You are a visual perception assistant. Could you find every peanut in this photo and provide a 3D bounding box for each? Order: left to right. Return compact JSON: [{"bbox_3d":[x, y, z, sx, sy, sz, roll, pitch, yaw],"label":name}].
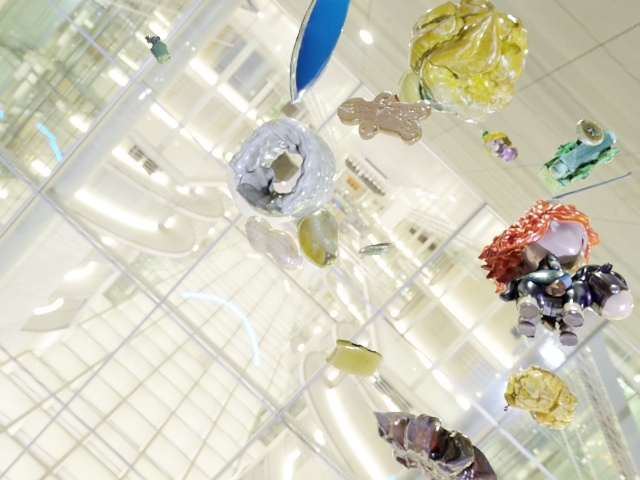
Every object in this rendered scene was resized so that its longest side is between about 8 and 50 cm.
[{"bbox_3d":[-0.119,0.007,1.385,0.187,0.082,0.082,33,-177,16],"label":"peanut"}]

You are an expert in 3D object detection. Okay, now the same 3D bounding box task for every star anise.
[{"bbox_3d":[0.245,0.462,1.220,0.315,0.108,0.315,29,158,13],"label":"star anise"}]

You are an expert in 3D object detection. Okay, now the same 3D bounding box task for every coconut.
[{"bbox_3d":[-0.197,-0.229,2.141,0.346,0.360,0.346,39,-151,-26],"label":"coconut"}]

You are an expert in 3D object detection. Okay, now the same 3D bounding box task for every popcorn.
[{"bbox_3d":[0.629,0.436,1.568,0.194,0.140,0.164,23,132,26],"label":"popcorn"}]

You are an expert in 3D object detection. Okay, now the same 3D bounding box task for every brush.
[{"bbox_3d":[0.810,-0.152,1.679,0.062,0.265,0.027,-26,-83,-73],"label":"brush"}]

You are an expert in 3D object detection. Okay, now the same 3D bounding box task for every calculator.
[{"bbox_3d":[0.147,0.499,2.297,0.236,0.157,0.033,21,-154,-12],"label":"calculator"}]

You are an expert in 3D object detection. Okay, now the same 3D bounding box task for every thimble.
[{"bbox_3d":[-0.110,-0.206,1.645,0.291,0.291,0.195,45,-167,16],"label":"thimble"}]

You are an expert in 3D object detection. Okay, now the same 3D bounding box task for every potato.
[{"bbox_3d":[0.000,0.000,1.813,0.157,0.157,0.194,35,-154,-54],"label":"potato"}]

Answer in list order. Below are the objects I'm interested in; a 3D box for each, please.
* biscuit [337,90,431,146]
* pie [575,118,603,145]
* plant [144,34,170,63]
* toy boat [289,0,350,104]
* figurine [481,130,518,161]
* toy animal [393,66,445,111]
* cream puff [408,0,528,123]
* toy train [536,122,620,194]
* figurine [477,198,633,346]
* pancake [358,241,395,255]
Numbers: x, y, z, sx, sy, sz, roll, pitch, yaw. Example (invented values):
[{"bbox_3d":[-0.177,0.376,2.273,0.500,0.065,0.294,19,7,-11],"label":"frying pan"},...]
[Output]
[{"bbox_3d":[0.190,-0.380,1.701,0.301,0.197,0.049,15,149,27],"label":"biscuit"},{"bbox_3d":[0.737,-0.297,1.508,0.084,0.084,0.021,45,157,8],"label":"pie"},{"bbox_3d":[-0.472,-0.560,1.591,0.102,0.051,0.051,58,-169,17],"label":"plant"},{"bbox_3d":[-0.008,-0.458,1.277,0.096,0.300,0.062,20,-175,-14],"label":"toy boat"},{"bbox_3d":[0.663,-0.347,2.033,0.114,0.095,0.156,14,-158,-40],"label":"figurine"},{"bbox_3d":[0.402,-0.572,2.063,0.338,0.216,0.191,9,147,53],"label":"toy animal"},{"bbox_3d":[0.392,-0.472,1.379,0.324,0.257,0.291,26,-129,-25],"label":"cream puff"},{"bbox_3d":[0.839,-0.262,1.793,0.133,0.243,0.188,56,175,14],"label":"toy train"},{"bbox_3d":[0.573,0.074,1.354,0.412,0.305,0.241,-99,-15,-57],"label":"figurine"},{"bbox_3d":[0.153,0.024,1.505,0.108,0.107,0.017,-101,1,-79],"label":"pancake"}]
